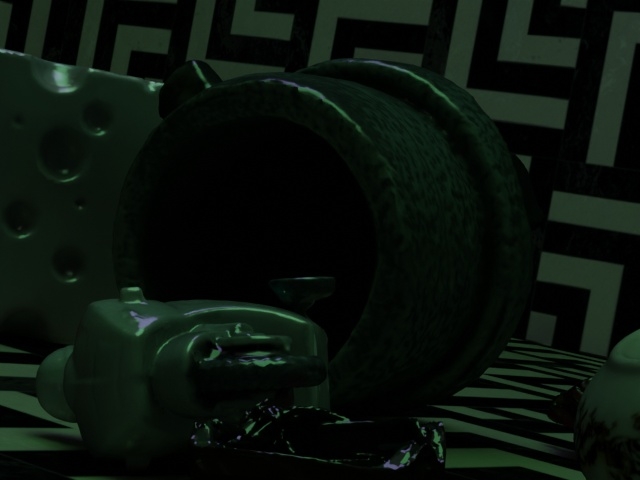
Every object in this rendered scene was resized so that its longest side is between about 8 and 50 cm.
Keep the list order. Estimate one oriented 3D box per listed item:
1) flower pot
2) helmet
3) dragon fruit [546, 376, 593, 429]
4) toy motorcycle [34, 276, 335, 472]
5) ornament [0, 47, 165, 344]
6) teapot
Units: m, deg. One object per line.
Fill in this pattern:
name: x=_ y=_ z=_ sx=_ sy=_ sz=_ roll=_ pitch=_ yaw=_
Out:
flower pot: x=0.000 y=0.000 z=1.223 sx=0.299 sy=0.299 sz=0.283 roll=11 pitch=9 yaw=29
helmet: x=-0.001 y=0.104 z=0.619 sx=0.098 sy=0.070 sz=0.123 roll=4 pitch=6 yaw=19
dragon fruit: x=0.259 y=0.142 z=1.258 sx=0.147 sy=0.096 sz=0.102 roll=-20 pitch=-10 yaw=-1
toy motorcycle: x=-0.073 y=0.075 z=0.895 sx=0.171 sy=0.110 sz=0.260 roll=-1 pitch=-5 yaw=1
ornament: x=-0.242 y=-0.035 z=1.461 sx=0.240 sy=0.239 sz=0.239 roll=9 pitch=-1 yaw=-31
teapot: x=0.264 y=0.116 z=1.013 sx=0.208 sy=0.166 sz=0.299 roll=-31 pitch=-3 yaw=-6
